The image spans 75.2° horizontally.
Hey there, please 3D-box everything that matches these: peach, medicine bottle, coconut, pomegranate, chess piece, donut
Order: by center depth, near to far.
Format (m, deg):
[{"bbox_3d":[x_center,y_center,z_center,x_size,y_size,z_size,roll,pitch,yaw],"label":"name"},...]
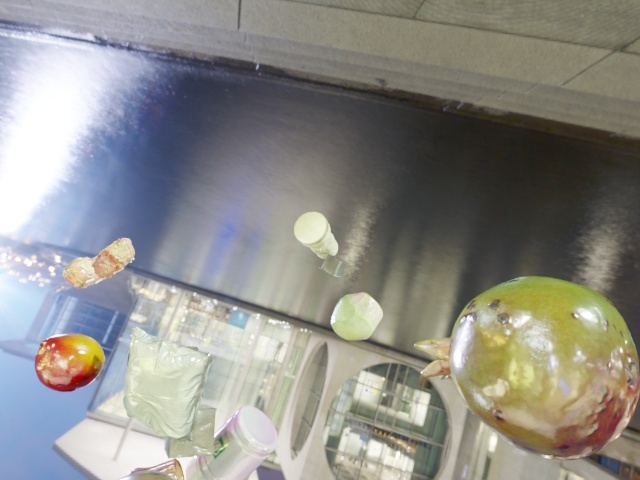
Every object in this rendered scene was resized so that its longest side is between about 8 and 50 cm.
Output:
[{"bbox_3d":[0.332,0.180,0.681,0.291,0.290,0.323,25,180,-23],"label":"pomegranate"},{"bbox_3d":[-0.792,0.377,1.302,0.197,0.197,0.197,18,166,4],"label":"peach"},{"bbox_3d":[-0.737,0.084,1.394,0.199,0.233,0.085,-31,94,49],"label":"donut"},{"bbox_3d":[-0.344,0.834,1.625,0.212,0.325,0.212,41,-173,-6],"label":"medicine bottle"},{"bbox_3d":[0.000,0.000,1.739,0.144,0.144,0.251,12,160,25],"label":"chess piece"},{"bbox_3d":[0.166,0.328,1.852,0.204,0.236,0.236,29,168,10],"label":"coconut"}]

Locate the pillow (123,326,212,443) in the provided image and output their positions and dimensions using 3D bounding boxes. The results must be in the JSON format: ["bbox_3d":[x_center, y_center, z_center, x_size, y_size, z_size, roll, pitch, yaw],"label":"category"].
[{"bbox_3d":[-0.480,0.435,1.258,0.283,0.310,0.138,18,-169,17],"label":"pillow"}]

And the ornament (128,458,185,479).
[{"bbox_3d":[-0.758,1.139,1.932,0.218,0.235,0.221,-16,140,-14],"label":"ornament"}]

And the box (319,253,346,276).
[{"bbox_3d":[0.055,0.103,1.700,0.084,0.069,0.122,27,-178,16],"label":"box"}]

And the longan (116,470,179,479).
[{"bbox_3d":[-0.573,0.939,1.279,0.404,0.404,0.436,16,169,11],"label":"longan"}]

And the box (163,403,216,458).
[{"bbox_3d":[-0.463,0.661,1.455,0.155,0.149,0.231,7,160,-23],"label":"box"}]
